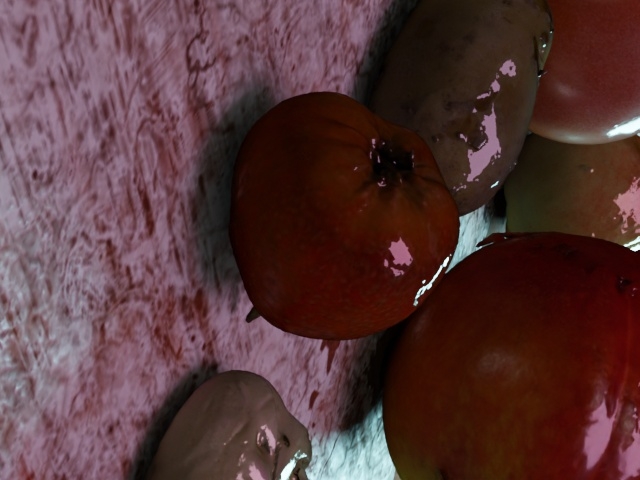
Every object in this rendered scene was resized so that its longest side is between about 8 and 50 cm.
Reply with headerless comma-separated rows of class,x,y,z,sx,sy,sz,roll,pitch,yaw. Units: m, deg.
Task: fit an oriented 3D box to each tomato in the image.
tomato,0.302,-0.232,1.726,0.256,0.225,0.255,15,90,-77

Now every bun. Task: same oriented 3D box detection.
bun,-0.073,0.232,1.310,0.210,0.116,0.237,-46,144,-48

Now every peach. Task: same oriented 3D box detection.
peach,0.245,0.164,1.701,0.370,0.370,0.370,-48,147,-46
peach,0.341,-0.045,1.933,0.232,0.233,0.232,-48,147,-46

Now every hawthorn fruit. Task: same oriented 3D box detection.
hawthorn fruit,0.000,0.000,1.267,0.225,0.196,0.196,-51,174,37

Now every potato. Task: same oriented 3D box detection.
potato,0.131,-0.141,1.478,0.165,0.165,0.262,69,40,-56
